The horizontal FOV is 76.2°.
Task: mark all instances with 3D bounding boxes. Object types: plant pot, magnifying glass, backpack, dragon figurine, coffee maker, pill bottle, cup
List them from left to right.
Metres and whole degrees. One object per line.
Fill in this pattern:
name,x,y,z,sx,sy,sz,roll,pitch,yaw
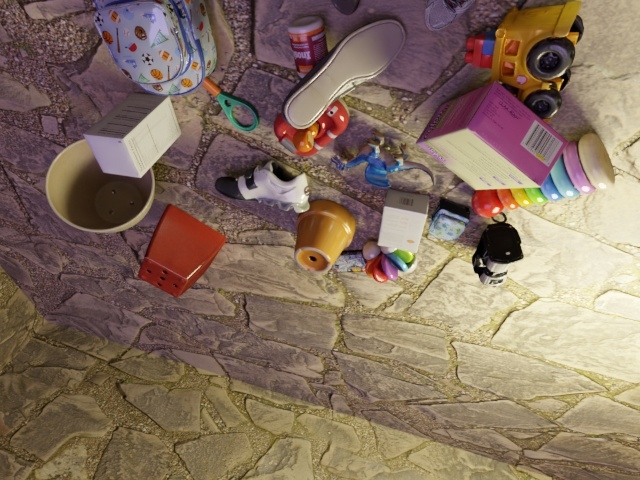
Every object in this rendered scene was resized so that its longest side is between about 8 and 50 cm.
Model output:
cup,-0.745,-0.167,1.454,0.330,0.331,0.237,26,165,-6
backpack,-0.388,-0.496,1.007,0.276,0.213,0.263,3,142,18
plant pot,-0.581,0.066,1.652,0.267,0.236,0.267,32,137,-12
magnifying glass,-0.276,-0.407,1.184,0.231,0.026,0.092,41,135,-20
pill bottle,-0.023,-0.449,0.987,0.086,0.086,0.152,3,136,19
plant pot,0.000,0.000,1.377,0.205,0.188,0.205,12,138,11
dragon figurine,0.177,-0.210,1.156,0.289,0.085,0.144,25,141,2
backpack,0.386,-0.050,1.244,0.104,0.084,0.114,22,142,3
coffee maker,0.535,0.031,1.238,0.120,0.171,0.178,16,156,16

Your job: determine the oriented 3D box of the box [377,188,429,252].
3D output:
box,0.257,-0.060,1.280,0.130,0.091,0.171,12,138,10

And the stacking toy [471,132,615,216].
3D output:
stacking toy,0.550,-0.146,1.059,0.141,0.141,0.330,43,141,-23

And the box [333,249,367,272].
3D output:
box,0.107,0.080,1.538,0.136,0.027,0.094,-4,131,26

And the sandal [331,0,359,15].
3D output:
sandal,0.035,-0.544,0.826,0.090,0.060,0.219,38,172,8

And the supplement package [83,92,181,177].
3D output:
supplement package,-0.551,-0.320,1.223,0.133,0.244,0.139,10,137,13

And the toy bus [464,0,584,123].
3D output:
toy bus,0.415,-0.369,0.863,0.211,0.149,0.220,15,143,27

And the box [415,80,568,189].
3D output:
box,0.379,-0.225,0.941,0.213,0.117,0.243,33,178,-12

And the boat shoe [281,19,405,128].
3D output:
boat shoe,0.041,-0.394,0.956,0.335,0.095,0.112,-38,118,5

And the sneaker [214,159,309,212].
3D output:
sneaker,-0.188,-0.197,1.320,0.330,0.122,0.146,11,120,13

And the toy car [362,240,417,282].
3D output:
toy car,0.232,0.079,1.403,0.181,0.136,0.159,-22,123,38

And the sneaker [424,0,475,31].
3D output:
sneaker,0.285,-0.507,0.793,0.088,0.093,0.225,33,138,-13

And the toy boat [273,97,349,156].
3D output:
toy boat,-0.032,-0.297,1.097,0.151,0.151,0.231,36,137,-25
